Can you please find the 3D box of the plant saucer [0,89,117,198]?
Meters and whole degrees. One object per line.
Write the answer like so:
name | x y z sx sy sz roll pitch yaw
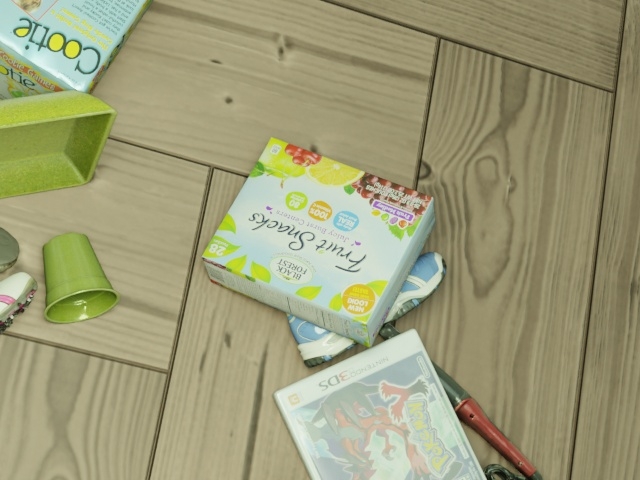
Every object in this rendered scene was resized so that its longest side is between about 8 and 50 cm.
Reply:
plant saucer | -0.323 -0.101 1.606 0.188 0.188 0.045 -11 72 -22

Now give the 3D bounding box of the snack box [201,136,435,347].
snack box | 0.000 0.000 1.711 0.207 0.070 0.174 22 66 19

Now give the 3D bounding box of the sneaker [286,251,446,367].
sneaker | 0.055 0.062 1.753 0.211 0.080 0.081 -31 89 -24

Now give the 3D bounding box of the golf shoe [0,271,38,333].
golf shoe | -0.382 0.082 1.598 0.186 0.067 0.086 -38 89 -24

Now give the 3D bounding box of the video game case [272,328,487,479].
video game case | 0.069 0.226 1.729 0.183 0.023 0.201 -24 85 -14

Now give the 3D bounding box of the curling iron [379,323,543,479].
curling iron | 0.161 0.205 1.777 0.068 0.035 0.274 -38 90 -24

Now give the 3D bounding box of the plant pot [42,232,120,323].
plant pot | -0.267 0.037 1.653 0.083 0.083 0.079 -10 66 -22

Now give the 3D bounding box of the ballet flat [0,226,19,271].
ballet flat | -0.444 0.012 1.607 0.250 0.058 0.084 2 40 -25

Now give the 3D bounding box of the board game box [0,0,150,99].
board game box | -0.265 -0.280 1.697 0.144 0.142 0.275 33 67 -7
